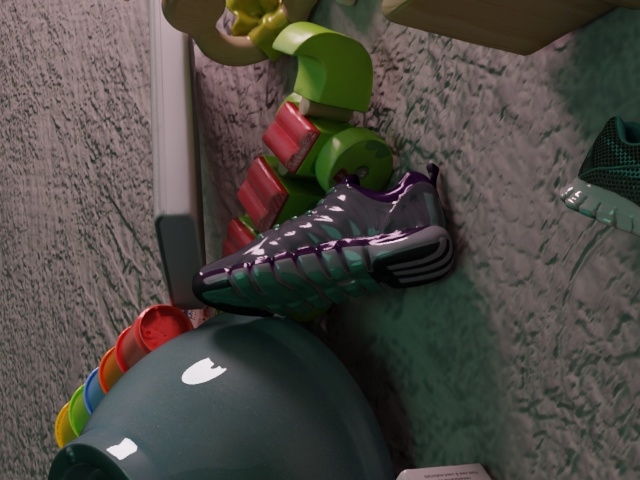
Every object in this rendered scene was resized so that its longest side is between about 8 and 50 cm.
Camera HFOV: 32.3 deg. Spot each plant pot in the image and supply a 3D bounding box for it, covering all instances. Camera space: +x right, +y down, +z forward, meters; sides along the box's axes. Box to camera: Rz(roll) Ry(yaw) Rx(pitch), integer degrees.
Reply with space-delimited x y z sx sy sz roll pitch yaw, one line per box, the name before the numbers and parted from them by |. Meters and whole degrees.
plant pot | -0.105 0.223 0.940 0.293 0.196 0.293 16 114 42

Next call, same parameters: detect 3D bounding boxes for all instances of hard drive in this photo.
hard drive | -0.144 -0.110 1.116 0.203 0.040 0.307 94 171 -62

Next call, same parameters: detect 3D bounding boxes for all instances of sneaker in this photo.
sneaker | 0.000 0.000 0.924 0.224 0.083 0.098 -10 61 15
sneaker | 0.222 -0.032 0.678 0.166 0.065 0.076 30 103 47

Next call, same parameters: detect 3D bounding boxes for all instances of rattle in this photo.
rattle | -0.109 -0.254 1.048 0.130 0.200 0.142 -43 53 44

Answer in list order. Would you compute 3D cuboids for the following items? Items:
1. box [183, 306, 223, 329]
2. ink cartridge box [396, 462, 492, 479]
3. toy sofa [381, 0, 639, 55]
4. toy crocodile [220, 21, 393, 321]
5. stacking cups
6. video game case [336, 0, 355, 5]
box | -0.111 0.139 1.161 0.114 0.036 0.207 20 104 54
ink cartridge box | 0.105 0.286 0.793 0.203 0.086 0.148 56 130 40
toy sofa | 0.128 -0.327 0.758 0.177 0.150 0.362 -26 66 46
toy crocodile | -0.030 -0.030 1.000 0.115 0.105 0.340 50 127 45
stacking cups | -0.210 0.157 1.224 0.316 0.096 0.096 -49 49 50
video game case | 0.017 -0.341 1.032 0.190 0.022 0.173 56 130 40
